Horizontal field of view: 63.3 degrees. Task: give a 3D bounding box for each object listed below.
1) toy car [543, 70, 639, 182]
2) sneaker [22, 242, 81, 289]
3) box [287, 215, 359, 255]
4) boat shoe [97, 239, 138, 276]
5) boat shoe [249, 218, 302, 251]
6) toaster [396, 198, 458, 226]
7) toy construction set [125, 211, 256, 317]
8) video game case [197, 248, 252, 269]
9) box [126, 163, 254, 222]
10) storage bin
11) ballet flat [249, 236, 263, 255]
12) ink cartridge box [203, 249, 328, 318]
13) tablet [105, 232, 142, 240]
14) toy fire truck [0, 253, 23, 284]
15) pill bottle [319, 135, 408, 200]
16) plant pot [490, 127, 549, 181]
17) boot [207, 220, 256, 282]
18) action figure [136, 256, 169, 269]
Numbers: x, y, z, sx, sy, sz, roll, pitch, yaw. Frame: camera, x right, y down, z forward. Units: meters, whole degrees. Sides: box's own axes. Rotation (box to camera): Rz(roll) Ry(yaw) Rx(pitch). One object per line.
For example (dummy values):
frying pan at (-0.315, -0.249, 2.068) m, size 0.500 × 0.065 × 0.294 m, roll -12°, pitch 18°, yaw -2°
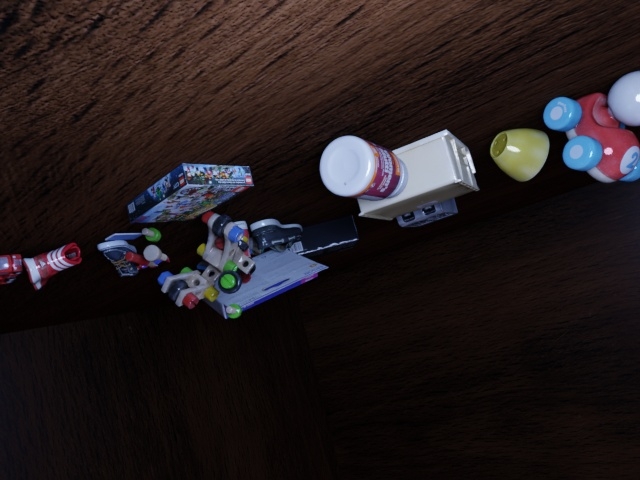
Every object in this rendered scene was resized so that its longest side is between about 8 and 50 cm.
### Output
toy car at (0.656, -0.263, 1.102) m, size 0.219 × 0.210 × 0.238 m, roll 4°, pitch 150°, yaw -31°
sneaker at (-0.669, 0.065, 1.313) m, size 0.128 × 0.087 × 0.221 m, roll -21°, pitch -172°, yaw -26°
box at (0.000, 0.000, 1.953) m, size 0.261 × 0.103 × 0.184 m, roll -14°, pitch 168°, yaw -5°
boat shoe at (-0.546, 0.051, 1.423) m, size 0.065 × 0.083 × 0.183 m, roll -15°, pitch 171°, yaw 1°
boat shoe at (-0.138, -0.006, 1.714) m, size 0.114 × 0.091 × 0.302 m, roll -18°, pitch 171°, yaw 23°
toaster at (0.352, -0.120, 1.743) m, size 0.168 × 0.110 × 0.186 m, roll -19°, pitch 170°, yaw 34°
toy construction set at (-0.319, 0.061, 1.385) m, size 0.309 × 0.257 × 0.237 m, roll 7°, pitch 170°, yaw 10°
video game case at (-0.311, 0.060, 1.702) m, size 0.119 × 0.015 × 0.166 m, roll 11°, pitch -153°, yaw 14°
box at (-0.273, -0.094, 1.076) m, size 0.233 × 0.044 × 0.159 m, roll -22°, pitch 168°, yaw 42°
storage bin at (0.243, -0.152, 1.316) m, size 0.262 × 0.123 × 0.260 m, roll -19°, pitch 171°, yaw 26°
ballet flat at (-0.231, 0.020, 1.823) m, size 0.067 × 0.073 × 0.206 m, roll 1°, pitch 166°, yaw -6°
ink cartridge box at (-0.185, 0.133, 1.618) m, size 0.324 × 0.071 × 0.330 m, roll -23°, pitch -157°, yaw -25°
tablet at (-0.509, -0.011, 1.348) m, size 0.054 × 0.006 × 0.083 m, roll -21°, pitch 169°, yaw 37°
toy fire truck at (-0.826, 0.081, 1.272) m, size 0.135 × 0.047 × 0.192 m, roll -4°, pitch 165°, yaw -45°
pill bottle at (0.101, -0.146, 1.106) m, size 0.121 × 0.121 × 0.221 m, roll -19°, pitch 170°, yaw 30°
plant pot at (0.484, -0.224, 1.294) m, size 0.095 × 0.134 × 0.134 m, roll 14°, pitch 162°, yaw -17°
boot at (-0.276, 0.056, 1.605) m, size 0.088 × 0.176 × 0.244 m, roll -11°, pitch 172°, yaw -31°
action figure at (-0.573, 0.080, 1.763) m, size 0.115 × 0.030 × 0.038 m, roll -13°, pitch 177°, yaw 1°
